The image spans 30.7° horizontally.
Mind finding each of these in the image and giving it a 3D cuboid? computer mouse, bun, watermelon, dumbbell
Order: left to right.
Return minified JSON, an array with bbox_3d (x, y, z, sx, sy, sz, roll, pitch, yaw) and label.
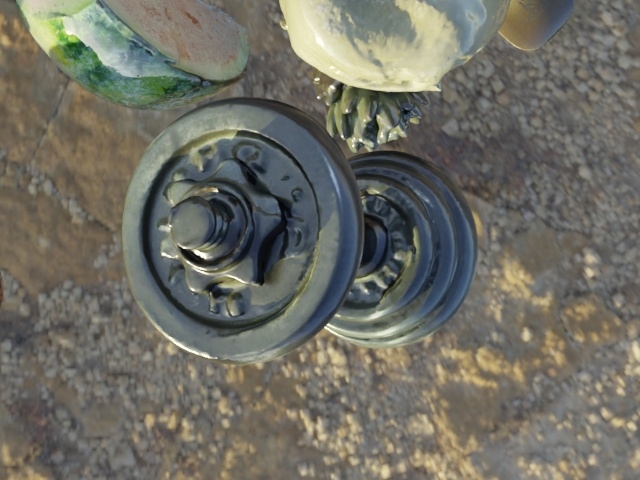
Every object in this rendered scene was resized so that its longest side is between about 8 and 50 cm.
[{"bbox_3d":[-0.215,-0.252,1.472,0.305,0.224,0.180,19,89,-50],"label":"watermelon"},{"bbox_3d":[0.000,0.000,0.894,0.179,0.406,0.179,-1,87,23],"label":"dumbbell"},{"bbox_3d":[0.068,-0.230,1.110,0.229,0.229,0.145,-5,135,-8],"label":"bun"},{"bbox_3d":[0.236,-0.328,1.476,0.199,0.045,0.102,41,105,-19],"label":"computer mouse"}]

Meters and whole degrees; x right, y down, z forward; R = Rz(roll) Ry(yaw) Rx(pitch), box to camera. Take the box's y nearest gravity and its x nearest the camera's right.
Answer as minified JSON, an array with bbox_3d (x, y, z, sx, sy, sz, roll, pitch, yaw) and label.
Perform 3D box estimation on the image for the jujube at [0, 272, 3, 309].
[{"bbox_3d":[-0.540,0.072,1.484,0.255,0.190,0.190,-12,123,-39],"label":"jujube"}]

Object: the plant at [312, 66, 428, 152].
[{"bbox_3d":[0.061,-0.201,1.353,0.129,0.132,0.195,-18,81,38],"label":"plant"}]
